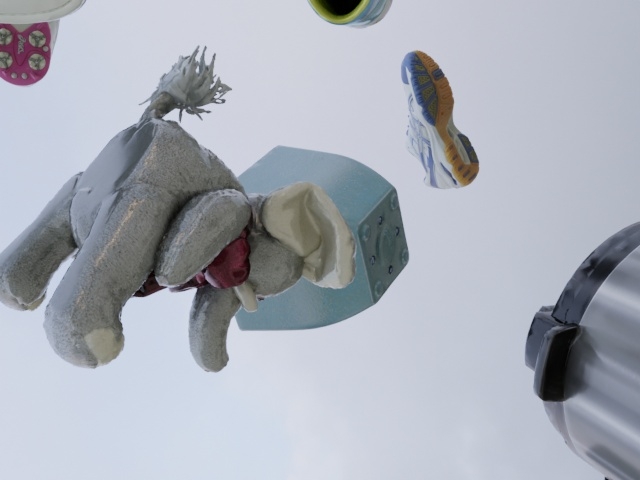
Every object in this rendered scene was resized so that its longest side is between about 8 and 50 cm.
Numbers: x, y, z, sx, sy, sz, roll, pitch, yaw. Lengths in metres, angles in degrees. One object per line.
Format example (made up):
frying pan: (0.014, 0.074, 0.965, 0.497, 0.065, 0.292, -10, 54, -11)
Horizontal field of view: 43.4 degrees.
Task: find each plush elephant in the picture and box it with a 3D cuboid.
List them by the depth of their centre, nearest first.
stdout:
plush elephant: (-0.127, 0.009, 0.819, 0.255, 0.272, 0.330, 42, -113, -33)

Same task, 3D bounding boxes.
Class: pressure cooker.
pressure cooker: (0.484, 0.163, 0.976, 0.375, 0.420, 0.370, -45, -60, -8)

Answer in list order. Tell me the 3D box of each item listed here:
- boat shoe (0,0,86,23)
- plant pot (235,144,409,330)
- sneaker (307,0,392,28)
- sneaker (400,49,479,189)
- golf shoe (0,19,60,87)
boat shoe: (-0.375, -0.294, 0.835, 0.099, 0.319, 0.116, -46, -33, -74)
plant pot: (0.000, 0.000, 1.335, 0.247, 0.252, 0.248, -45, -50, -46)
sneaker: (0.052, -0.440, 1.084, 0.208, 0.127, 0.319, -55, -32, -65)
sneaker: (0.213, -0.239, 1.661, 0.112, 0.131, 0.296, -28, -80, -38)
golf shoe: (-0.488, -0.406, 1.351, 0.115, 0.140, 0.306, 11, -91, -14)
